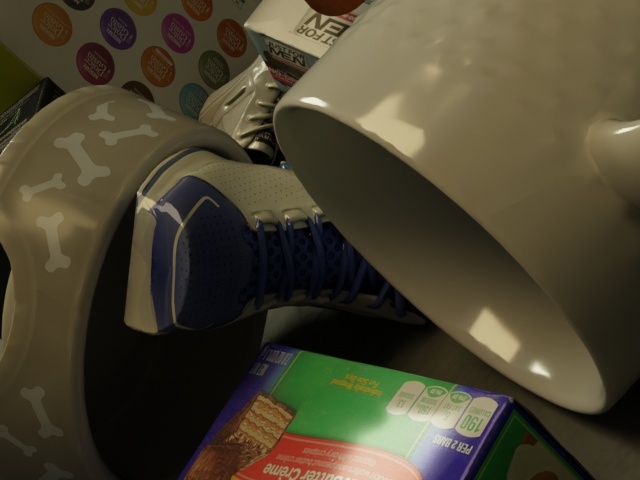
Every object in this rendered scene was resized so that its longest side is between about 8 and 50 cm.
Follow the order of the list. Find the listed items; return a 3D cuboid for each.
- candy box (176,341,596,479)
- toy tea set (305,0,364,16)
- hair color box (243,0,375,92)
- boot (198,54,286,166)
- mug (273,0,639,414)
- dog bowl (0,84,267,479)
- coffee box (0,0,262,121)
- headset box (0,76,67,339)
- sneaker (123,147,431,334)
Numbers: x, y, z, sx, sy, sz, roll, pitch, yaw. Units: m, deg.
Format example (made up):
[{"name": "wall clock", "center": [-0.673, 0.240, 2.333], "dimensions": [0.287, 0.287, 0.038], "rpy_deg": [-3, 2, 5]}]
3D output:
[{"name": "candy box", "center": [-0.016, 0.235, 0.747], "dimensions": [0.268, 0.122, 0.317], "rpy_deg": [4, 57, 56]}, {"name": "toy tea set", "center": [0.126, -0.192, 1.025], "dimensions": [0.336, 0.124, 0.200], "rpy_deg": [45, 103, 22]}, {"name": "hair color box", "center": [0.116, -0.289, 1.191], "dimensions": [0.185, 0.113, 0.374], "rpy_deg": [27, 73, 31]}, {"name": "boot", "center": [-0.048, -0.146, 1.331], "dimensions": [0.258, 0.095, 0.123], "rpy_deg": [-38, 41, 42]}, {"name": "mug", "center": [0.191, -0.102, 0.715], "dimensions": [0.328, 0.276, 0.374], "rpy_deg": [-47, 11, -11]}, {"name": "dog bowl", "center": [-0.150, 0.054, 0.972], "dimensions": [0.102, 0.348, 0.348], "rpy_deg": [10, 56, 24]}, {"name": "coffee box", "center": [-0.311, -0.226, 1.538], "dimensions": [0.338, 0.337, 0.334], "rpy_deg": [-14, 42, 45]}, {"name": "headset box", "center": [-0.260, 0.007, 1.260], "dimensions": [0.131, 0.246, 0.283], "rpy_deg": [-36, 30, 19]}, {"name": "sneaker", "center": [0.001, 0.000, 0.929], "dimensions": [0.182, 0.315, 0.127], "rpy_deg": [10, 101, 24]}]
